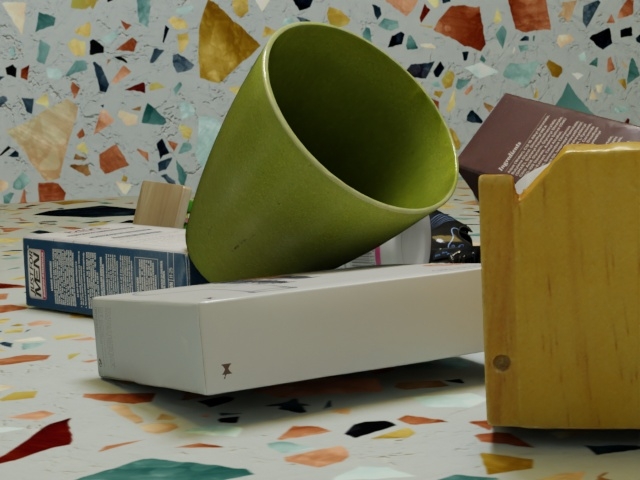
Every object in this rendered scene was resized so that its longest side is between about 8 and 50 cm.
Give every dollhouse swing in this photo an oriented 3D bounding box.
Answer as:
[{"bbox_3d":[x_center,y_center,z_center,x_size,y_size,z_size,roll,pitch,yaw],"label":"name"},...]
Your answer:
[{"bbox_3d":[0.328,0.031,1.272,0.347,0.315,0.305,-1,18,10],"label":"dollhouse swing"}]

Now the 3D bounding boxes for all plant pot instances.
[{"bbox_3d":[-0.033,-0.064,1.683,0.275,0.275,0.293,-10,-27,-47],"label":"plant pot"}]

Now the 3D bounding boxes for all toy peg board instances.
[{"bbox_3d":[-0.223,-0.001,2.129,0.079,0.161,0.160,14,-2,-30],"label":"toy peg board"}]

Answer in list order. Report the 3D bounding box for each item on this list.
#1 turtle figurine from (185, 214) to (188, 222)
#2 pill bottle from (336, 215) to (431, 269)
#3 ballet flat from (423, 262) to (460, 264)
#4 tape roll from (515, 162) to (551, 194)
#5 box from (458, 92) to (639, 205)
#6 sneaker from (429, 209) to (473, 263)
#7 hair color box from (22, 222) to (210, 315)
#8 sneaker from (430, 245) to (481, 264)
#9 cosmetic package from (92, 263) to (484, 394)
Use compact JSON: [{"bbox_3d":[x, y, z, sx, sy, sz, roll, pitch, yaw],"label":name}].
[{"bbox_3d":[-0.162,-0.013,2.428,0.269,0.087,0.217,4,12,-24],"label":"turtle figurine"},{"bbox_3d":[0.000,0.000,1.983,0.283,0.160,0.160,2,8,24],"label":"pill bottle"},{"bbox_3d":[0.183,0.071,1.771,0.221,0.077,0.079,-2,27,-1],"label":"ballet flat"},{"bbox_3d":[0.382,0.015,1.446,0.392,0.072,0.392,11,-19,4],"label":"tape roll"},{"bbox_3d":[0.374,-0.046,1.770,0.381,0.143,0.191,21,-21,44],"label":"box"},{"bbox_3d":[0.204,0.000,2.286,0.090,0.081,0.232,2,14,7],"label":"sneaker"},{"bbox_3d":[-0.233,0.044,1.914,0.347,0.105,0.174,5,10,43],"label":"hair color box"},{"bbox_3d":[0.205,0.045,1.946,0.121,0.079,0.217,-3,-2,14],"label":"sneaker"},{"bbox_3d":[-0.013,0.085,1.476,0.377,0.097,0.284,-6,4,-30],"label":"cosmetic package"}]
